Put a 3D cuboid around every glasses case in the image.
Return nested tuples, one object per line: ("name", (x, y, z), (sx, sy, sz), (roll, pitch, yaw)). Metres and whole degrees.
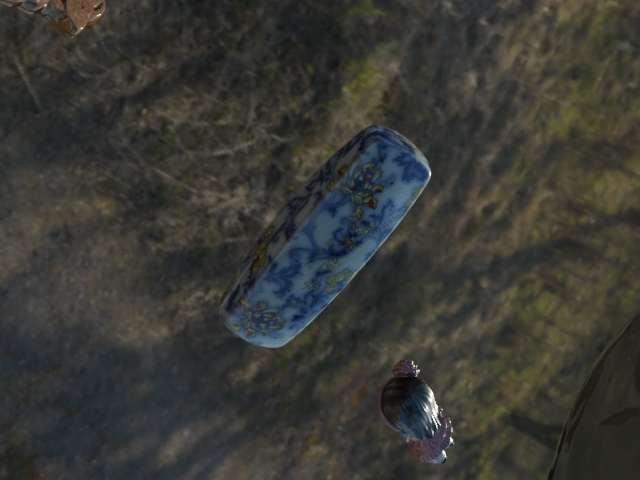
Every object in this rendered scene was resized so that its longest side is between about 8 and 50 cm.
("glasses case", (0.000, 0.000, 0.967), (0.248, 0.087, 0.065), (-50, -153, 22))

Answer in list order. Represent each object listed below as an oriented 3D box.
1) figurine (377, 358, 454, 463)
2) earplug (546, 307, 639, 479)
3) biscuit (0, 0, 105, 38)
("figurine", (0.107, 0.185, 1.098), (0.129, 0.054, 0.072), (51, 59, -37))
("earplug", (0.245, 0.156, 0.301), (0.313, 0.394, 0.312), (-12, 131, -14))
("biscuit", (-0.276, -0.295, 1.053), (0.183, 0.043, 0.280), (67, 26, -10))
